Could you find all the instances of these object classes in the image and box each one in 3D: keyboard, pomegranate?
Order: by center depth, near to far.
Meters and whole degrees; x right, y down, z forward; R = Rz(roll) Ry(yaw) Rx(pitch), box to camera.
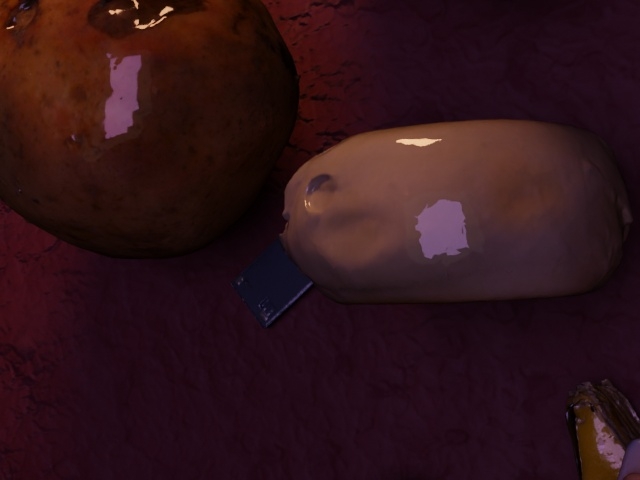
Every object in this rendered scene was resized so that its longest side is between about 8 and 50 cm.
[{"bbox_3d":[-0.159,-0.115,1.153,0.281,0.281,0.281,-2,86,21],"label":"pomegranate"},{"bbox_3d":[-0.001,0.000,1.209,0.176,0.014,0.055,-43,72,13],"label":"keyboard"}]

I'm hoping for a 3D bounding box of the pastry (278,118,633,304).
[{"bbox_3d":[0.103,-0.017,1.050,0.265,0.265,0.133,-7,86,21],"label":"pastry"}]

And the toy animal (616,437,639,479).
[{"bbox_3d":[0.301,0.205,0.950,0.213,0.195,0.256,12,67,26],"label":"toy animal"}]

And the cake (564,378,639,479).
[{"bbox_3d":[0.229,0.208,1.084,0.185,0.080,0.116,48,116,8],"label":"cake"}]
